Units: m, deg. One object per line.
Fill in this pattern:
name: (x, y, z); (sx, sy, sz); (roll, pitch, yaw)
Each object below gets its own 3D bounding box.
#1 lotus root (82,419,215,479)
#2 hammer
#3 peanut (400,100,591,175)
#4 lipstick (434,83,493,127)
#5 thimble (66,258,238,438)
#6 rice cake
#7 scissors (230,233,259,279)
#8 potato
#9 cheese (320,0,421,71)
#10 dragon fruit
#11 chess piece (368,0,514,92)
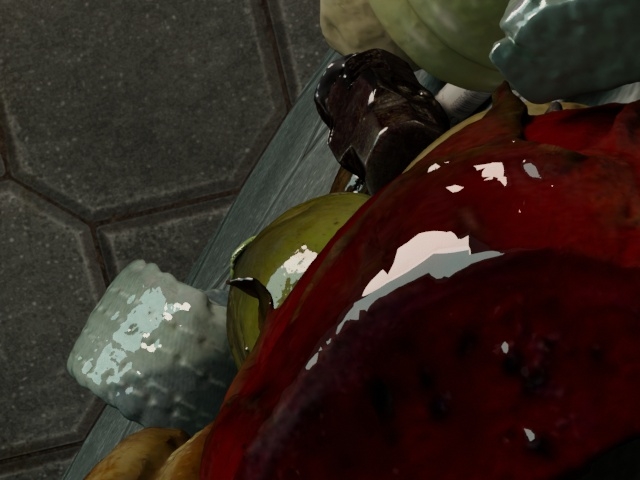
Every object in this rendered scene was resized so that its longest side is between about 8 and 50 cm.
lotus root: (-0.105, 0.228, 1.031); (0.193, 0.193, 0.291); (-56, 9, 19)
hammer: (0.004, 0.030, 1.389); (0.409, 0.095, 0.242); (-66, 19, 16)
peanut: (0.088, 0.019, 0.876); (0.137, 0.122, 0.253); (23, 78, 43)
lipstick: (0.148, -0.150, 1.351); (0.040, 0.040, 0.141); (-64, 9, -29)
thimble: (-0.161, 0.123, 1.608); (0.172, 0.204, 0.250); (-59, 12, -3)
rice cake: (0.184, -0.118, 0.686); (0.206, 0.063, 0.069); (-12, 25, 22)
scissors: (0.000, 0.000, 1.491); (0.187, 0.133, 0.020); (-47, 35, -5)
potato: (0.001, 0.052, 1.164); (0.228, 0.148, 0.197); (-86, 14, -66)
cheese: (0.108, -0.339, 1.589); (0.318, 0.115, 0.326); (-61, -17, -22)
dragon fruit: (0.052, 0.024, 0.715); (0.343, 0.100, 0.282); (-34, 27, 25)
chess piece: (0.190, -0.254, 0.919); (0.234, 0.234, 0.442); (-61, 12, -15)
